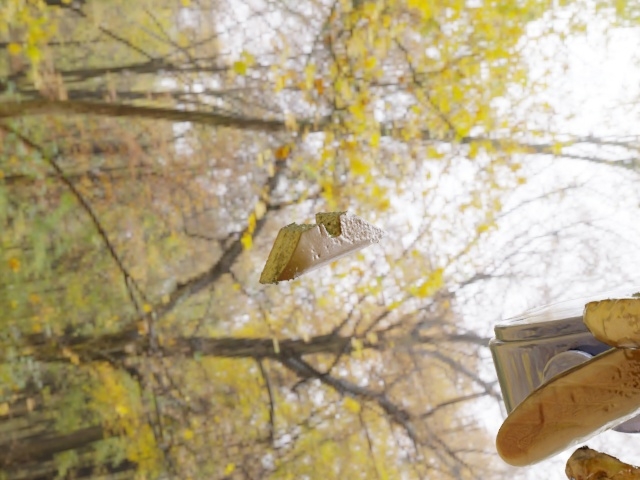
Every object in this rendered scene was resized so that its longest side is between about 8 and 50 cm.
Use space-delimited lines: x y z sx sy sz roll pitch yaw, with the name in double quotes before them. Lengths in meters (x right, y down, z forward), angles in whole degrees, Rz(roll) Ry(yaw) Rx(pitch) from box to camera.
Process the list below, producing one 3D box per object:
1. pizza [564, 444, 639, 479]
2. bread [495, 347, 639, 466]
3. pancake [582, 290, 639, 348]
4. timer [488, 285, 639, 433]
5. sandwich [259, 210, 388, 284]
"pizza" 0.475 0.349 1.314 0.288 0.251 0.074 20 -93 25
"bread" 0.271 0.160 1.004 0.214 0.053 0.073 -35 -119 19
"pancake" 0.402 0.081 0.868 0.356 0.356 0.065 -168 -94 -67
"timer" 0.400 0.156 1.274 0.395 0.395 0.173 163 -85 -68
"sandwich" 0.000 0.000 1.749 0.090 0.245 0.088 -7 -78 61
